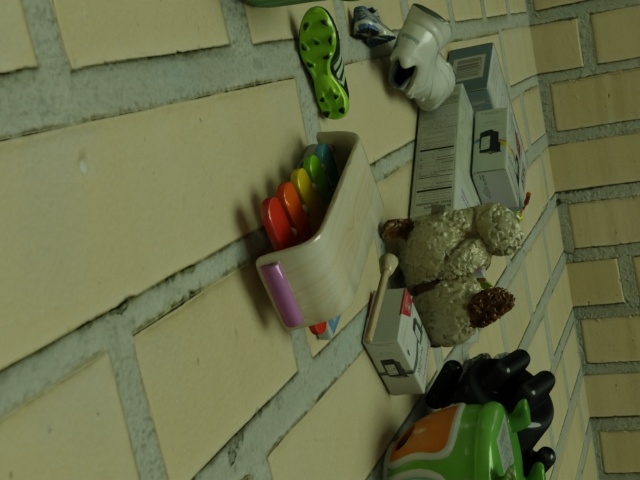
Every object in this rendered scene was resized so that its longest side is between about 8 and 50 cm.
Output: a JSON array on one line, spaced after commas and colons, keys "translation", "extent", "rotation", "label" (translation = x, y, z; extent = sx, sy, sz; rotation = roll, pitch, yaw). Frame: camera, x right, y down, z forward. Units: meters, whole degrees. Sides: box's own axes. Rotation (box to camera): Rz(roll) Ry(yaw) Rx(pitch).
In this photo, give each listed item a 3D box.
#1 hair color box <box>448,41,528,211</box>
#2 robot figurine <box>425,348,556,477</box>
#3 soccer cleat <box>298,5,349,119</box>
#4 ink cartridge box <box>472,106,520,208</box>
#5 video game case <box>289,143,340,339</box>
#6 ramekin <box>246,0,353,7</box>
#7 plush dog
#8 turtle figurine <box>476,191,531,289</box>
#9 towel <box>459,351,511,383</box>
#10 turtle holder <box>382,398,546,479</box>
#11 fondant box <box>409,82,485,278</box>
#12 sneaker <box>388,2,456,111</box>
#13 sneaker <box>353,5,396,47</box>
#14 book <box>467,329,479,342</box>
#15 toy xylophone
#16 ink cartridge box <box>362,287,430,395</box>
[{"translation": [0.398, -0.259, 2.292], "extent": [0.185, 0.113, 0.374], "rotation": [-74, 148, -43], "label": "hair color box"}, {"translation": [0.302, 0.324, 1.710], "extent": [0.209, 0.173, 0.278], "rotation": [-101, -149, -51], "label": "robot figurine"}, {"translation": [0.007, -0.267, 1.432], "extent": [0.072, 0.060, 0.179], "rotation": [-80, 160, -56], "label": "soccer cleat"}, {"translation": [0.365, -0.166, 1.988], "extent": [0.127, 0.072, 0.175], "rotation": [60, 31, -46], "label": "ink cartridge box"}, {"translation": [0.000, 0.000, 1.368], "extent": [0.193, 0.023, 0.212], "rotation": [-66, 143, -51], "label": "video game case"}, {"translation": [-0.043, -0.446, 1.233], "extent": [0.303, 0.148, 0.303], "rotation": [-7, 90, -68], "label": "ramekin"}, {"translation": [0.215, 0.072, 1.663], "extent": [0.210, 0.262, 0.225], "rotation": [2, 69, -34], "label": "plush dog"}, {"translation": [0.353, 0.003, 2.064], "extent": [0.087, 0.269, 0.217], "rotation": [22, 67, -15], "label": "turtle figurine"}, {"translation": [0.346, 0.381, 1.974], "extent": [0.284, 0.121, 0.235], "rotation": [-36, 119, -67], "label": "towel"}, {"translation": [0.237, 0.408, 1.552], "extent": [0.320, 0.227, 0.243], "rotation": [62, 29, -42], "label": "turtle holder"}, {"translation": [0.270, -0.117, 1.964], "extent": [0.238, 0.096, 0.330], "rotation": [56, 35, -48], "label": "fondant box"}, {"translation": [0.177, -0.320, 1.809], "extent": [0.129, 0.111, 0.297], "rotation": [-53, 158, -10], "label": "sneaker"}, {"translation": [0.093, -0.376, 1.673], "extent": [0.135, 0.052, 0.058], "rotation": [5, 72, -69], "label": "sneaker"}, {"translation": [0.312, 0.173, 2.068], "extent": [0.144, 0.035, 0.096], "rotation": [9, 79, -68], "label": "book"}, {"translation": [0.020, 0.000, 1.277], "extent": [0.322, 0.081, 0.236], "rotation": [-59, 136, -56], "label": "toy xylophone"}, {"translation": [0.128, 0.168, 1.575], "extent": [0.109, 0.063, 0.150], "rotation": [-76, 150, -41], "label": "ink cartridge box"}]
